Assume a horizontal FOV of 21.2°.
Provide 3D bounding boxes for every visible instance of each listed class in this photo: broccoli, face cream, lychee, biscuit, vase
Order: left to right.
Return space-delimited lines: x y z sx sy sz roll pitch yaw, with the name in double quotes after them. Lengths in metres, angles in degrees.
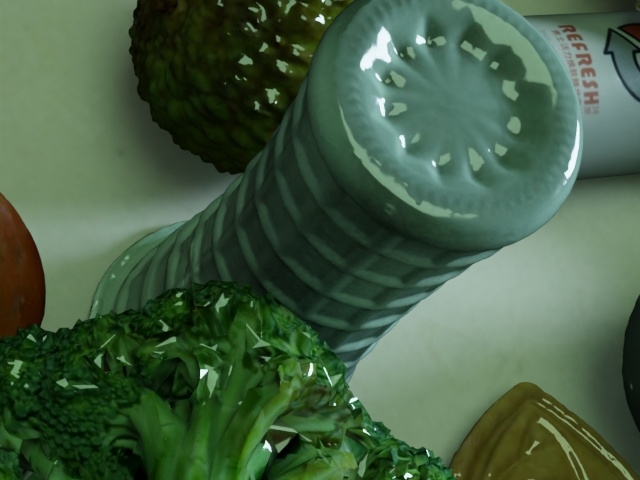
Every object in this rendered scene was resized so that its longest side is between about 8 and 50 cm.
-0.065 0.179 0.681 0.308 0.275 0.308 -6 112 -16 "broccoli"
-0.014 -0.100 0.889 0.171 0.171 0.171 8 66 -19 "lychee"
0.000 0.000 0.764 0.143 0.299 0.143 9 65 -19 "vase"
0.126 0.182 0.896 0.142 0.029 0.221 -4 71 -23 "biscuit"
0.192 -0.087 0.996 0.214 0.096 0.096 -6 71 -25 "face cream"

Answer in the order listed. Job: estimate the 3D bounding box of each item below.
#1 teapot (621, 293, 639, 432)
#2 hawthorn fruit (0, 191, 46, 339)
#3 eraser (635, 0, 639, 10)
0.286 0.038 0.948 0.183 0.183 0.251 44 50 0 "teapot"
-0.210 0.023 0.751 0.173 0.173 0.173 8 66 -19 "hawthorn fruit"
0.312 -0.149 0.944 0.230 0.038 0.157 26 90 -1 "eraser"
